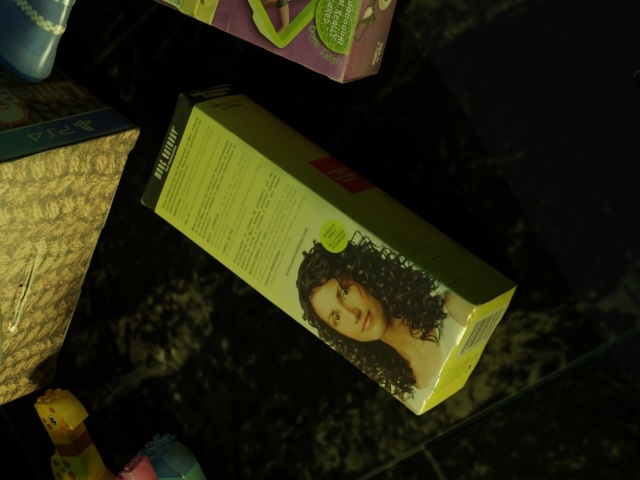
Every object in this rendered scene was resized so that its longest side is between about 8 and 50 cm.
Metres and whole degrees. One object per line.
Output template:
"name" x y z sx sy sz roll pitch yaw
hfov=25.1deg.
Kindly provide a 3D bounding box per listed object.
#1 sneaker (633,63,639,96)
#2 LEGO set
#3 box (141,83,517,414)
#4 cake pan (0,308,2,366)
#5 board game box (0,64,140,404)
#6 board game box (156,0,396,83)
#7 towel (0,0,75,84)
"sneaker" 0.200 -0.121 0.692 0.121 0.079 0.217 -11 97 36
"LEGO set" -0.169 0.159 1.015 0.227 0.087 0.093 -9 113 36
"box" 0.000 0.000 0.876 0.232 0.058 0.087 35 120 22
"cake pan" -0.314 0.037 0.926 0.293 0.054 0.293 10 109 32
"board game box" -0.306 -0.047 1.020 0.291 0.141 0.232 36 120 22
"board game box" -0.021 -0.288 0.819 0.208 0.056 0.347 29 118 29
"towel" -0.208 -0.297 0.917 0.243 0.040 0.336 41 124 31
